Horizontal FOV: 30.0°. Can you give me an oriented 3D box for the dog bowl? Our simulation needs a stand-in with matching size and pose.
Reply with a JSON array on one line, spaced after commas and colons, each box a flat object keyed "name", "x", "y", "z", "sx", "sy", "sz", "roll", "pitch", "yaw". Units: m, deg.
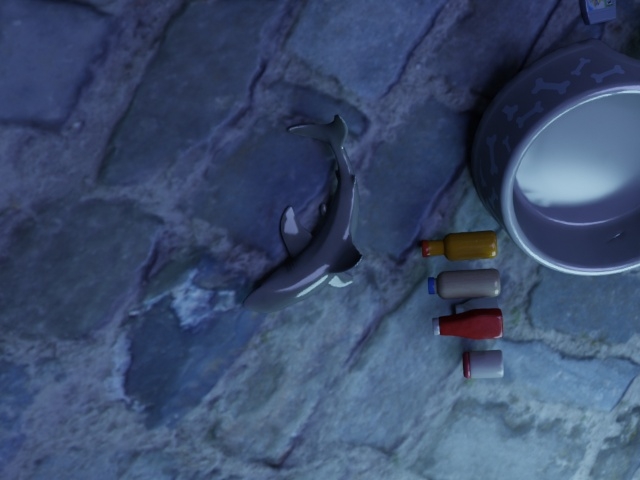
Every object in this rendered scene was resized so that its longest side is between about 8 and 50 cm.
[{"name": "dog bowl", "x": 0.387, "y": -0.100, "z": 1.636, "sx": 0.349, "sy": 0.102, "sz": 0.349, "roll": -3, "pitch": 124, "yaw": -4}]

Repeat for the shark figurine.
[{"name": "shark figurine", "x": 0.022, "y": -0.019, "z": 1.552, "sx": 0.166, "sy": 0.116, "sz": 0.278, "roll": 14, "pitch": 99, "yaw": -31}]

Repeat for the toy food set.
[{"name": "toy food set", "x": 0.202, "y": 0.108, "z": 1.688, "sx": 0.104, "sy": 0.111, "sz": 0.232, "roll": -3, "pitch": 119, "yaw": 5}]

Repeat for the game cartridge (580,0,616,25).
[{"name": "game cartridge", "x": 0.397, "y": -0.353, "z": 1.710, "sx": 0.056, "sy": 0.017, "sz": 0.083, "roll": -15, "pitch": 110, "yaw": -19}]
